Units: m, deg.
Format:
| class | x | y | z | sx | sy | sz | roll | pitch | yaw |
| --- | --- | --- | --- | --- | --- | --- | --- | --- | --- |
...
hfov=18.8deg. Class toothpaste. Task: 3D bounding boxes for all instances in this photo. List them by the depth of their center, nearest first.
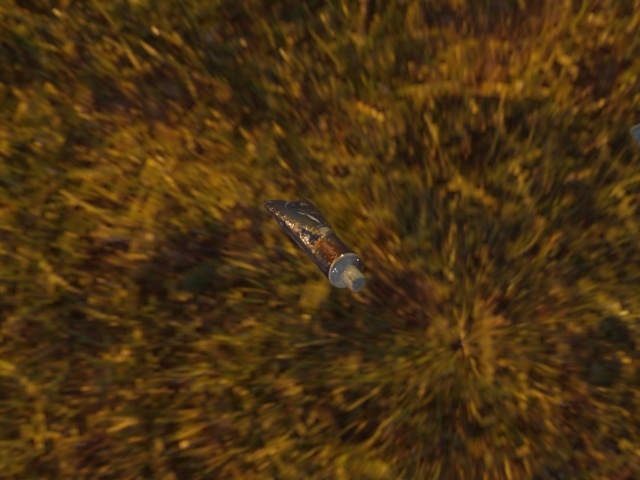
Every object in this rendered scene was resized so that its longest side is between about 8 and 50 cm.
| class | x | y | z | sx | sy | sz | roll | pitch | yaw |
| --- | --- | --- | --- | --- | --- | --- | --- | --- | --- |
| toothpaste | 0.000 | 0.000 | 0.915 | 0.027 | 0.083 | 0.019 | -2 | 120 | -30 |

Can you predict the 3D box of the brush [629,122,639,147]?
| class | x | y | z | sx | sy | sz | roll | pitch | yaw |
| --- | --- | --- | --- | --- | --- | --- | --- | --- | --- |
| brush | 0.122 | 0.054 | 0.250 | 0.218 | 0.082 | 0.010 | 47 | 66 | -35 |
